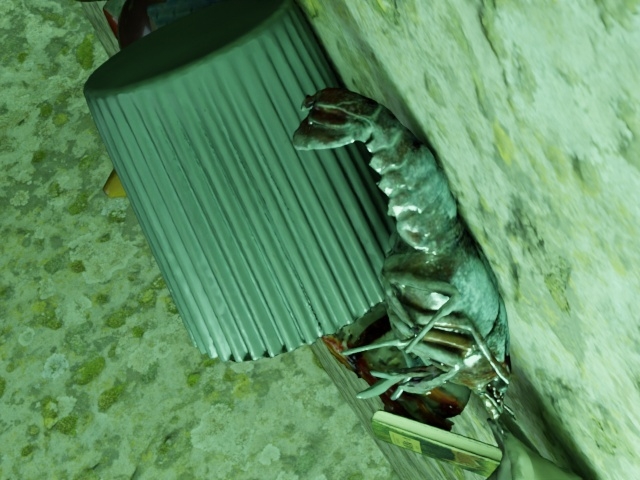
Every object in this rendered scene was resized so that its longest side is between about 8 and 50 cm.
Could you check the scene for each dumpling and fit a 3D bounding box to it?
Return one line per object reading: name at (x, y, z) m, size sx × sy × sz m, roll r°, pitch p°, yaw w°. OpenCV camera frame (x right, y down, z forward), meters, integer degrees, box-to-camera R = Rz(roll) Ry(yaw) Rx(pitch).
dumpling at (0.231, 0.303, 1.283) m, size 0.226 × 0.175 × 0.243 m, roll 64°, pitch 162°, yaw 4°

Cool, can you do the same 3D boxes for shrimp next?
shrimp at (0.095, 0.035, 1.149) m, size 0.221 × 0.166 × 0.410 m, roll -68°, pitch -33°, yaw -58°

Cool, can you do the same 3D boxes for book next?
book at (0.181, 0.282, 1.539) m, size 0.228 × 0.024 × 0.160 m, roll 17°, pitch 163°, yaw 11°

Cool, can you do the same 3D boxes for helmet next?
helmet at (-0.202, -0.309, 1.588) m, size 0.155 × 0.175 × 0.106 m, roll 32°, pitch 161°, yaw -2°

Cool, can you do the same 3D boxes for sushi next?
sushi at (0.099, 0.152, 1.626) m, size 0.332 × 0.130 × 0.124 m, roll 38°, pitch 160°, yaw 37°

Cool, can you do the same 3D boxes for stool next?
stool at (-0.084, -0.081, 1.301) m, size 0.330 × 0.297 × 0.297 m, roll 65°, pitch 170°, yaw -23°

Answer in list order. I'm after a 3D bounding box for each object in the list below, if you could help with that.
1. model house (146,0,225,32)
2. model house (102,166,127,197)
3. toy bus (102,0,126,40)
model house at (-0.135, -0.252, 1.460) m, size 0.183 × 0.167 × 0.172 m, roll -106°, pitch 4°, yaw -61°
model house at (-0.262, -0.199, 1.915) m, size 0.190 × 0.301 × 0.271 m, roll 52°, pitch 174°, yaw -15°
toy bus at (-0.292, -0.353, 2.078) m, size 0.265 × 0.120 × 0.121 m, roll 61°, pitch 170°, yaw -32°
